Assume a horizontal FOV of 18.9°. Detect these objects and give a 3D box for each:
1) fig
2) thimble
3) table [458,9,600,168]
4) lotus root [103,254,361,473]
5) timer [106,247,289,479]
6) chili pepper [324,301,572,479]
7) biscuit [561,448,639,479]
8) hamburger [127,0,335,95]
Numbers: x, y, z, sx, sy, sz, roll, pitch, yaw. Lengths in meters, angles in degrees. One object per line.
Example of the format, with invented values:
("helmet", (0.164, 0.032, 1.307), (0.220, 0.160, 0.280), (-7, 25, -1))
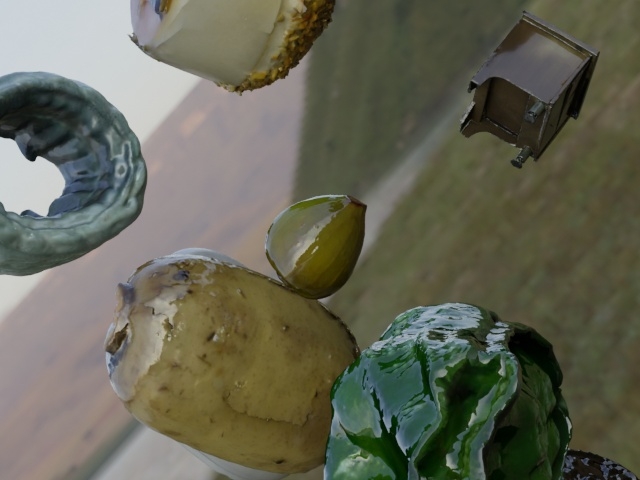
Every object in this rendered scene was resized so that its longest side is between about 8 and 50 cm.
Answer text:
("fig", (0.000, 0.000, 1.476), (0.088, 0.074, 0.074), (-49, 0, 2))
("thimble", (-0.315, -0.071, 2.037), (0.172, 0.250, 0.204), (-16, 63, 57))
("table", (0.161, -0.114, 1.510), (0.082, 0.070, 0.083), (-50, -16, -30))
("lotus root", (-0.062, 0.109, 1.650), (0.146, 0.284, 0.160), (25, 93, 63))
("timer", (-0.096, 0.128, 1.979), (0.087, 0.237, 0.262), (-53, 0, 29))
("chili pepper", (0.078, 0.164, 1.354), (0.168, 0.213, 0.385), (-7, 15, 13))
("biscuit", (0.309, 0.301, 2.124), (0.053, 0.195, 0.194), (-66, -8, 25))
("hamburger", (-0.062, -0.275, 1.695), (0.276, 0.179, 0.294), (-123, 42, -65))
